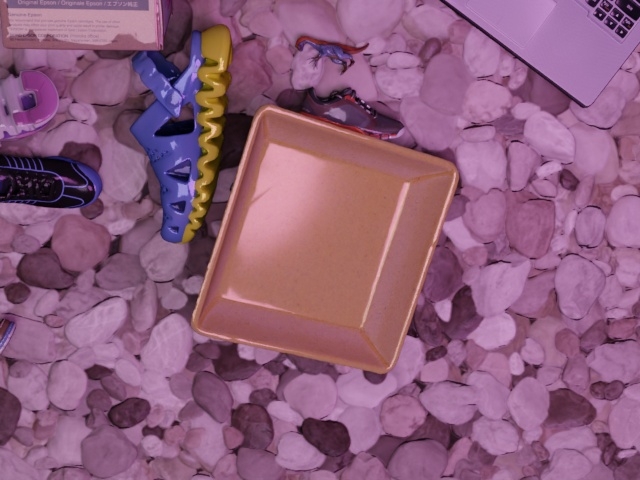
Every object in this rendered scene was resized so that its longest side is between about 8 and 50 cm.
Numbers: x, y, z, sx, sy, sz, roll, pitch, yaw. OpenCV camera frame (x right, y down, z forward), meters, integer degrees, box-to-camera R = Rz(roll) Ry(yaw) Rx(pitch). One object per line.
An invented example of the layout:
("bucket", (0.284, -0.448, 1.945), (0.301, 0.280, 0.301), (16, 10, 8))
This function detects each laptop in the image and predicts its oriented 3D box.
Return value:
("laptop", (0.388, -0.391, 1.388), (0.382, 0.236, 0.408), (30, 103, -27))

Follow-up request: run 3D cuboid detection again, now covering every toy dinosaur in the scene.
("toy dinosaur", (0.009, -0.271, 1.564), (0.082, 0.047, 0.090), (42, 70, -9))

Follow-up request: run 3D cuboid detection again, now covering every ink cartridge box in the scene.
("ink cartridge box", (-0.293, -0.310, 1.409), (0.193, 0.234, 0.088), (-1, 112, -4))

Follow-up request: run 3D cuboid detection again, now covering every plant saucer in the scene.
("plant saucer", (0.000, 0.000, 1.585), (0.333, 0.081, 0.333), (15, 97, -24))

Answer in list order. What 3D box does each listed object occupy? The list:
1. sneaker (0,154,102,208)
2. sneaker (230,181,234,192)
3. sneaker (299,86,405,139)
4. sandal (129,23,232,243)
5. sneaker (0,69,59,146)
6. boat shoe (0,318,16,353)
("sneaker", (-0.433, -0.082, 1.566), (0.232, 0.090, 0.081), (9, 110, -7))
("sneaker", (-0.078, -0.019, 1.622), (0.166, 0.065, 0.076), (42, 82, -16))
("sneaker", (0.049, -0.186, 1.580), (0.158, 0.061, 0.065), (10, 104, -9))
("sandal", (-0.204, -0.151, 1.548), (0.138, 0.126, 0.317), (6, 103, -3))
("sneaker", (-0.474, -0.164, 1.522), (0.236, 0.104, 0.095), (-15, 87, -6))
("boat shoe", (-0.541, 0.177, 1.674), (0.183, 0.066, 0.066), (-43, 107, 12))
